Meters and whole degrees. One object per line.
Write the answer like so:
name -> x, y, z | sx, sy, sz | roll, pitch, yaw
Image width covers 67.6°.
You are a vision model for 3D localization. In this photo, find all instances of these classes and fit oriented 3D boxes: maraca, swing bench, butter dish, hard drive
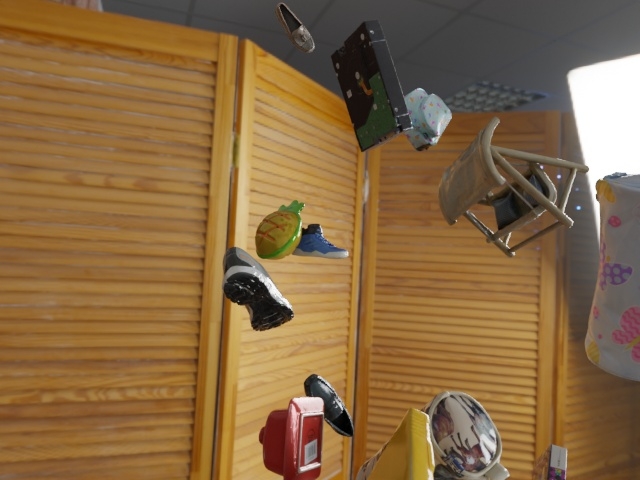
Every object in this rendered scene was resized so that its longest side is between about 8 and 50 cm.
maraca -> -0.096, -0.028, 1.145 | 0.127, 0.186, 0.099 | -15, -50, 29
swing bench -> 0.429, -0.114, 1.136 | 0.254, 0.165, 0.253 | 27, -21, 1
butter dish -> -0.068, 0.392, 0.948 | 0.118, 0.160, 0.160 | -5, -18, 24
hard drive -> 0.155, -0.471, 1.495 | 0.064, 0.339, 0.237 | -18, 1, -24

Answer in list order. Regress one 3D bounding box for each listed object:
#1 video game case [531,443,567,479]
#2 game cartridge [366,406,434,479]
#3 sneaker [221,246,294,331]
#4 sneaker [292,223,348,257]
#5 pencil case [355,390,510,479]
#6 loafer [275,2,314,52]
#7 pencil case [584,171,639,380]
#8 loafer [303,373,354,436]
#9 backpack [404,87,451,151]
video game case -> 0.538, 0.621, 1.141 | 0.041, 0.210, 0.232 | 9, -32, 19
game cartridge -> 0.092, 0.454, 0.711 | 0.052, 0.286, 0.324 | 26, 18, 4
sneaker -> -0.132, 0.110, 1.036 | 0.100, 0.108, 0.272 | -22, -39, 1
sneaker -> -0.001, 0.000, 1.164 | 0.152, 0.085, 0.058 | 4, -5, 33
pencil case -> 0.218, 0.501, 1.040 | 0.159, 0.184, 0.411 | -2, -41, -29
loafer -> -0.060, -0.490, 1.101 | 0.045, 0.125, 0.039 | -39, 9, 2
pencil case -> 0.419, 0.044, 0.626 | 0.124, 0.274, 0.113 | 7, 18, 40
loafer -> 0.029, 0.452, 1.304 | 0.076, 0.223, 0.078 | -40, 26, -20
backpack -> 0.354, -0.434, 1.678 | 0.188, 0.166, 0.144 | 40, -27, -12
